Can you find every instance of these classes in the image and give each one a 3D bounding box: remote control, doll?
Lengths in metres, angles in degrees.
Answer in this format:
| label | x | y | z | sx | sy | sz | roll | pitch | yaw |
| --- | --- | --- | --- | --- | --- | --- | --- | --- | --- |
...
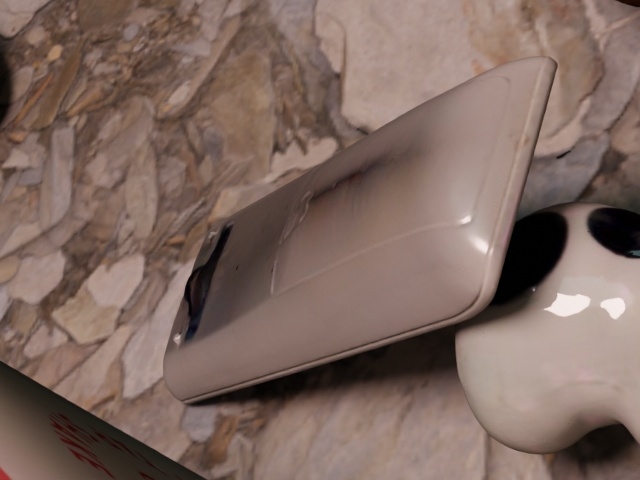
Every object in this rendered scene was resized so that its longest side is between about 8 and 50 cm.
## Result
| label | x | y | z | sx | sy | sz | roll | pitch | yaw |
| --- | --- | --- | --- | --- | --- | --- | --- | --- | --- |
| remote control | 0.000 | 0.000 | 0.790 | 0.313 | 0.055 | 0.109 | -24 | 44 | 58 |
| doll | 0.145 | 0.038 | 0.699 | 0.180 | 0.107 | 0.110 | 5 | 23 | 33 |

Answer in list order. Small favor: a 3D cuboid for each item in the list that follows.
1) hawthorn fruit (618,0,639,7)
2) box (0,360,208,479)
| label | x | y | z | sx | sy | sz | roll | pitch | yaw |
| --- | --- | --- | --- | --- | --- | --- | --- | --- | --- |
| hawthorn fruit | 0.188 | -0.234 | 0.763 | 0.261 | 0.258 | 0.258 | -27 | 47 | 3 |
| box | -0.111 | 0.239 | 0.616 | 0.300 | 0.314 | 0.312 | -54 | 45 | -2 |
